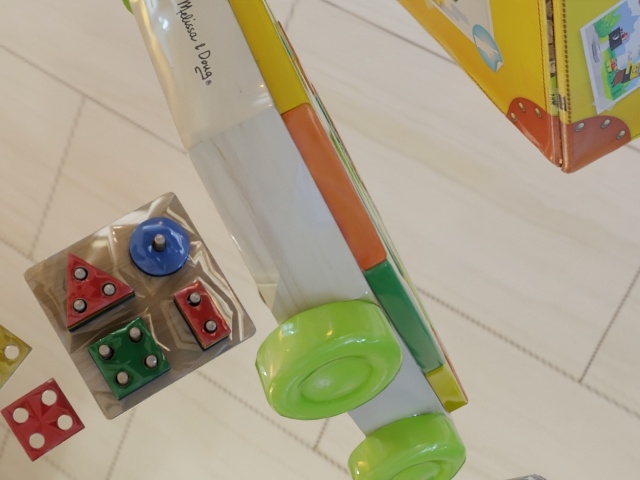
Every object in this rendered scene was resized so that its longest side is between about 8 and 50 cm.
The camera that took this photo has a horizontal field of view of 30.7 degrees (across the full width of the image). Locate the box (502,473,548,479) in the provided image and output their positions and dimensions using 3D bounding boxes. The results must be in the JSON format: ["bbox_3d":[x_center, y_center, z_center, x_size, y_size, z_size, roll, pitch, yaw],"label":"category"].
[{"bbox_3d":[0.059,0.278,0.788,0.103,0.261,0.184,-172,76,-72],"label":"box"}]

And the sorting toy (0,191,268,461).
[{"bbox_3d":[-0.144,0.050,0.879,0.275,0.046,0.132,-30,84,-13],"label":"sorting toy"}]

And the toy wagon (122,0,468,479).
[{"bbox_3d":[0.000,0.000,0.600,0.068,0.344,0.267,-27,55,5],"label":"toy wagon"}]

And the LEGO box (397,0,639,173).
[{"bbox_3d":[0.124,-0.352,0.791,0.193,0.500,0.372,-30,53,-8],"label":"LEGO box"}]
